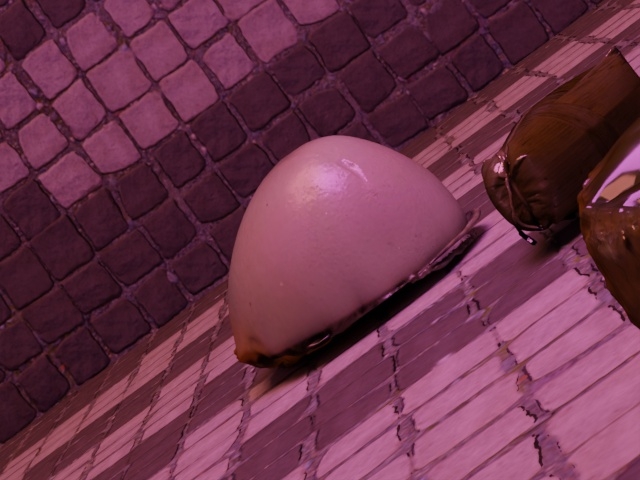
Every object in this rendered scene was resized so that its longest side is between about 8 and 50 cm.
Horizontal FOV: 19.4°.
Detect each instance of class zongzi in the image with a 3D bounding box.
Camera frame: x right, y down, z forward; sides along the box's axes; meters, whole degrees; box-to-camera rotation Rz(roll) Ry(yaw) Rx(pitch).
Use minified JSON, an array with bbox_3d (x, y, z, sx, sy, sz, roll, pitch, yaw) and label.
[{"bbox_3d":[0.174,-0.049,1.611,0.205,0.094,0.204,-42,3,-38],"label":"zongzi"}]

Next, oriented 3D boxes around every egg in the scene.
[{"bbox_3d":[0.004,-0.003,1.864,0.264,0.174,0.286,-36,1,-31],"label":"egg"}]

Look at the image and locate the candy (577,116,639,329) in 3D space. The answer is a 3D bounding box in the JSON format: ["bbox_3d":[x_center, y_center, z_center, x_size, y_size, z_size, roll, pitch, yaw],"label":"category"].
[{"bbox_3d":[0.256,-0.042,0.971,0.260,0.118,0.260,-35,11,8],"label":"candy"}]
